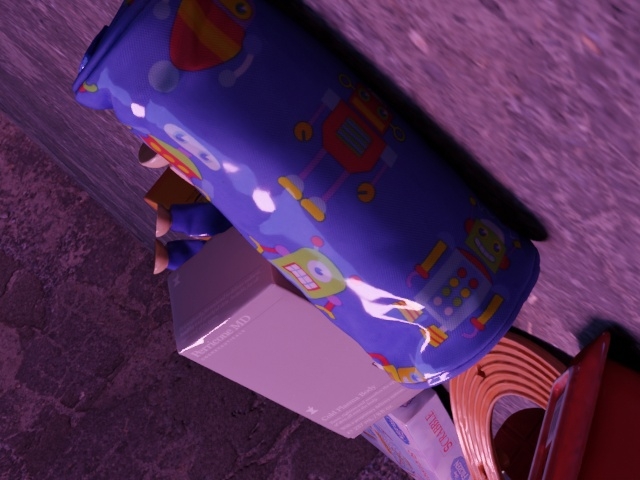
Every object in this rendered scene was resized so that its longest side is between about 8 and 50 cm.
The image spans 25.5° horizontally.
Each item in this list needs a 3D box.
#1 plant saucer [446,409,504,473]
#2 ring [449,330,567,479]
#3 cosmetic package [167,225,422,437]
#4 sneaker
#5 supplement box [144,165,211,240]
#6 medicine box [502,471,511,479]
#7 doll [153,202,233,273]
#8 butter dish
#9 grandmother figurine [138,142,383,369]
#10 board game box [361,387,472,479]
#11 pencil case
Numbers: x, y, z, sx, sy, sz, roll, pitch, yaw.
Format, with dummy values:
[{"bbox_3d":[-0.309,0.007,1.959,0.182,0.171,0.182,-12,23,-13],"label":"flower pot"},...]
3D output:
[{"bbox_3d":[0.256,0.334,2.097,0.241,0.037,0.241,38,173,6],"label":"plant saucer"},{"bbox_3d":[0.218,0.225,1.215,0.336,0.032,0.336,51,157,32],"label":"ring"},{"bbox_3d":[-0.014,0.080,1.315,0.238,0.127,0.107,28,-145,-40],"label":"cosmetic package"},{"bbox_3d":[0.268,0.247,1.366,0.128,0.087,0.221,46,171,-37],"label":"sneaker"},{"bbox_3d":[-0.100,-0.031,1.486,0.080,0.078,0.233,42,172,-27],"label":"supplement box"},{"bbox_3d":[0.337,0.392,1.639,0.289,0.149,0.263,39,172,-4],"label":"medicine box"},{"bbox_3d":[-0.063,0.007,1.347,0.189,0.129,0.046,3,-160,-7],"label":"doll"},{"bbox_3d":[0.210,0.155,0.973,0.118,0.160,0.160,15,169,6],"label":"butter dish"},{"bbox_3d":[0.000,0.000,1.168,0.342,0.104,0.208,40,-160,-28],"label":"grandmother figurine"},{"bbox_3d":[0.080,0.229,2.031,0.318,0.066,0.318,36,166,37],"label":"board game box"},{"bbox_3d":[-0.013,-0.042,0.845,0.306,0.119,0.133,41,143,-16],"label":"pencil case"}]
